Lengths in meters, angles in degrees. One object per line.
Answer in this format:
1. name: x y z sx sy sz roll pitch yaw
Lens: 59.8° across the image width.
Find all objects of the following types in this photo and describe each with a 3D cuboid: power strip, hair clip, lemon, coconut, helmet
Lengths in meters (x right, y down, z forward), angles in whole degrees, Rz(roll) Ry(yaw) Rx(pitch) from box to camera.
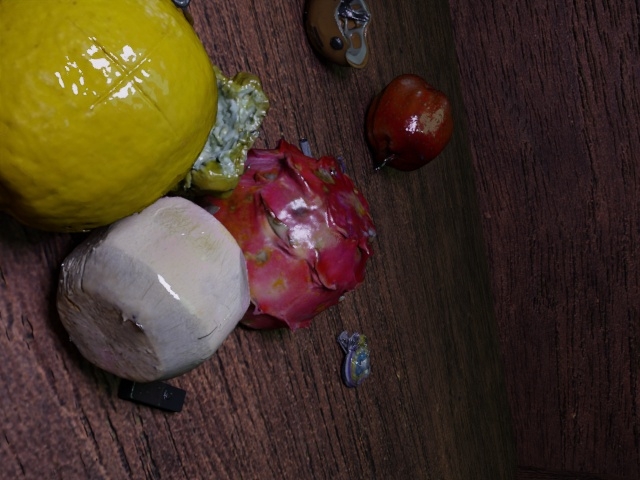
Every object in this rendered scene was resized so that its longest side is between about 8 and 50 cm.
1. power strip: -0.245 0.227 0.822 0.111 0.029 0.038 41 50 -50
2. hair clip: 0.083 0.301 1.385 0.116 0.049 0.172 -40 129 -40
3. lemon: -0.262 -0.153 0.599 0.297 0.296 0.297 16 71 -59
4. coconut: -0.207 0.054 0.729 0.230 0.227 0.227 -55 131 -49
5. helmet: 0.037 -0.528 1.353 0.198 0.129 0.224 -58 144 -42

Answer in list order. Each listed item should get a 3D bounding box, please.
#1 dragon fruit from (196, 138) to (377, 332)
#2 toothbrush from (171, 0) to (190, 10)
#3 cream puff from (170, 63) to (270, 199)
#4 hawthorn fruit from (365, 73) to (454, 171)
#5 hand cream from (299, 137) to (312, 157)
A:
1. dragon fruit: -0.037 -0.015 1.039 0.386 0.248 0.371 19 64 -61
2. toothbrush: -0.211 -0.523 1.017 0.030 0.030 0.298 29 58 -25
3. cream puff: -0.187 -0.170 0.862 0.195 0.194 0.221 47 57 -47
4. hawthorn fruit: 0.229 -0.310 1.572 0.300 0.254 0.254 -47 130 -20
5. hand cream: -0.029 -0.197 1.299 0.030 0.019 0.093 -61 142 -48
